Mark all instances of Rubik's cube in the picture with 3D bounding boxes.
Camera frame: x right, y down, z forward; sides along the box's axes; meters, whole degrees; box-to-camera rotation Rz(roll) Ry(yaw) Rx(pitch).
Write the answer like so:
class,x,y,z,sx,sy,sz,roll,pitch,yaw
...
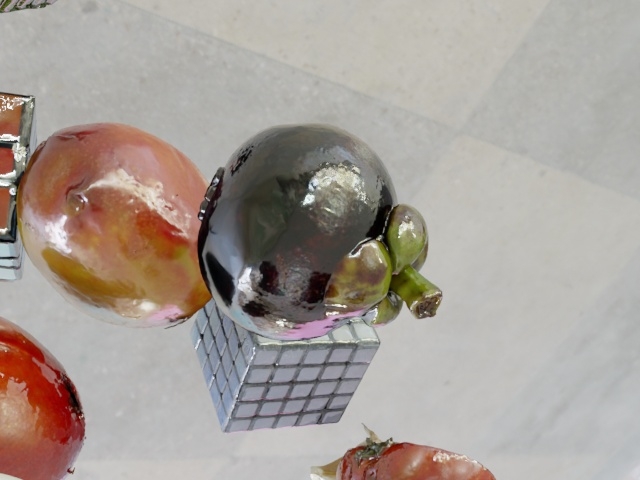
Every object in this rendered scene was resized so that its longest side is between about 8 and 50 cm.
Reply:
class,x,y,z,sx,sy,sz,roll,pitch,yaw
Rubik's cube,-0.660,-0.099,1.684,0.294,0.283,0.288,9,162,-15
Rubik's cube,-0.066,0.171,1.658,0.238,0.237,0.237,1,132,-27

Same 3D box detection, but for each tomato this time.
class,x,y,z,sx,sy,sz,roll,pitch,yaw
tomato,0.101,0.298,1.047,0.173,0.189,0.099,43,52,-27

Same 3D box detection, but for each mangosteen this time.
class,x,y,z,sx,sy,sz,roll,pitch,yaw
mangosteen,-0.006,-0.013,1.253,0.313,0.297,0.297,-4,131,-16

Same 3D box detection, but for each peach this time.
class,x,y,z,sx,sy,sz,roll,pitch,yaw
peach,-0.543,0.269,1.450,0.370,0.370,0.370,-21,138,-21
peach,-0.315,-0.027,1.508,0.290,0.372,0.372,-27,144,18

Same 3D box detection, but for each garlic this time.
class,x,y,z,sx,sy,sz,roll,pitch,yaw
garlic,0.079,0.422,1.809,0.198,0.129,0.090,-37,141,-45

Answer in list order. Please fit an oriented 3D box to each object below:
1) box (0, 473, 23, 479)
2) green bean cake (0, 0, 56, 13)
class,x,y,z,sx,sy,sz,roll,pitch,yaw
box,-0.235,0.372,0.852,0.141,0.288,0.349,-24,146,6
green bean cake,-0.536,-0.495,1.605,0.113,0.200,0.214,-30,179,41
